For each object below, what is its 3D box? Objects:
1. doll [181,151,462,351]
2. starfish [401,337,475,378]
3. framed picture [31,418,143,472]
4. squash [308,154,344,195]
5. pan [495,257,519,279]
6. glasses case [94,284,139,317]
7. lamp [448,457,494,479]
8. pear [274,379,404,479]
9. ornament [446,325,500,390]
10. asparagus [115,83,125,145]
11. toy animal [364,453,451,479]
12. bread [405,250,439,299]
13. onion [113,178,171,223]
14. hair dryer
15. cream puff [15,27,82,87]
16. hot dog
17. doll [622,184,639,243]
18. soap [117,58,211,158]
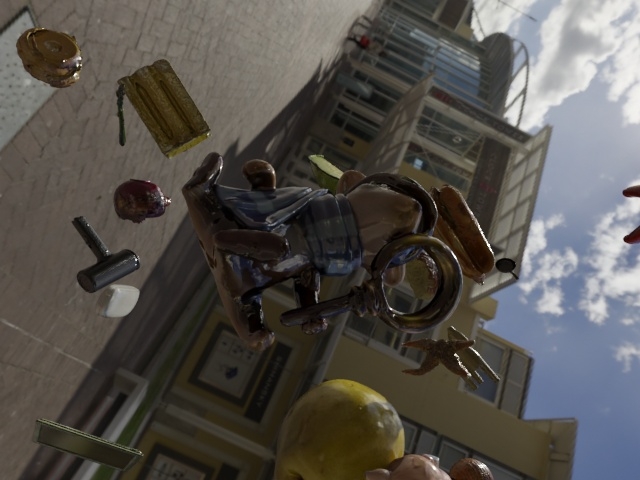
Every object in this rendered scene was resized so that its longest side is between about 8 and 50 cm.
[{"bbox_3d":[0.001,-0.001,0.631,0.209,0.340,0.317,136,-60,-63],"label":"doll"},{"bbox_3d":[0.338,0.347,1.336,0.248,0.050,0.138,-14,-149,42],"label":"starfish"},{"bbox_3d":[-0.616,0.543,1.198,0.217,0.274,0.017,-46,-158,42],"label":"framed picture"},{"bbox_3d":[0.023,-0.195,1.469,0.085,0.192,0.184,-59,165,19],"label":"squash"},{"bbox_3d":[0.658,0.105,1.586,0.115,0.069,0.023,-107,178,-53],"label":"pan"},{"bbox_3d":[-0.481,0.144,1.085,0.193,0.049,0.074,121,-7,-82],"label":"glasses case"},{"bbox_3d":[0.455,0.730,1.371,0.136,0.136,0.136,-63,-177,6],"label":"lamp"},{"bbox_3d":[0.054,0.587,1.301,0.418,0.362,0.362,-12,136,-53],"label":"pear"},{"bbox_3d":[0.498,0.403,1.565,0.061,0.245,0.230,-39,169,-16],"label":"ornament"},{"bbox_3d":[-0.499,-0.312,1.140,0.023,0.022,0.233,-31,171,-31],"label":"asparagus"},{"bbox_3d":[0.249,0.634,1.120,0.213,0.195,0.256,-35,121,-52],"label":"toy animal"},{"bbox_3d":[0.306,0.090,1.309,0.125,0.156,0.086,-9,154,-39],"label":"bread"},{"bbox_3d":[-0.573,-0.142,1.491,0.198,0.173,0.135,-36,128,-61],"label":"onion"},{"bbox_3d":[-0.759,0.033,1.539,0.089,0.251,0.197,-24,-170,35],"label":"hair dryer"},{"bbox_3d":[-0.568,-0.385,0.957,0.104,0.120,0.133,-45,-136,39],"label":"cream puff"},{"bbox_3d":[0.325,-0.017,1.085,0.109,0.269,0.072,-23,164,0],"label":"hot dog"},{"bbox_3d":[0.792,-0.088,1.003,0.384,0.099,0.188,30,63,-80],"label":"doll"},{"bbox_3d":[-0.559,-0.474,1.647,0.199,0.314,0.091,-34,180,-13],"label":"soap"}]
